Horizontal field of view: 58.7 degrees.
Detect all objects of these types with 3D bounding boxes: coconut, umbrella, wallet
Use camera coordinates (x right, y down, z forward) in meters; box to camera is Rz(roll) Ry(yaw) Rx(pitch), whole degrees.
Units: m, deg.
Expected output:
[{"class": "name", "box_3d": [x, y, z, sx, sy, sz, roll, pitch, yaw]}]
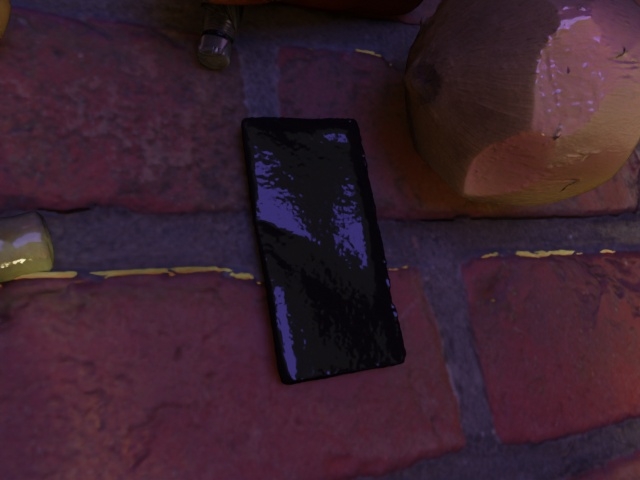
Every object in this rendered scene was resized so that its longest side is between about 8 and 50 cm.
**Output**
[{"class": "coconut", "box_3d": [0.188, -0.148, 0.550, 0.230, 0.227, 0.227, 3, 71, -29]}, {"class": "umbrella", "box_3d": [-0.092, -0.256, 0.557, 0.046, 0.050, 0.188, 5, 70, 8]}, {"class": "wallet", "box_3d": [0.000, 0.000, 0.523, 0.124, 0.025, 0.244, -4, 75, -26]}]

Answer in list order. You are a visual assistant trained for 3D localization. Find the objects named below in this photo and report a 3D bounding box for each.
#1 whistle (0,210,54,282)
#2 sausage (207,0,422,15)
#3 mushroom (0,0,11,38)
[{"class": "whistle", "box_3d": [-0.306, 0.029, 0.352, 0.258, 0.067, 0.126, -15, 80, -30]}, {"class": "sausage", "box_3d": [0.000, -0.276, 0.545, 0.348, 0.094, 0.097, -19, 85, -45]}, {"class": "mushroom", "box_3d": [-0.335, -0.248, 0.420, 0.247, 0.096, 0.108, 48, 35, -6]}]
